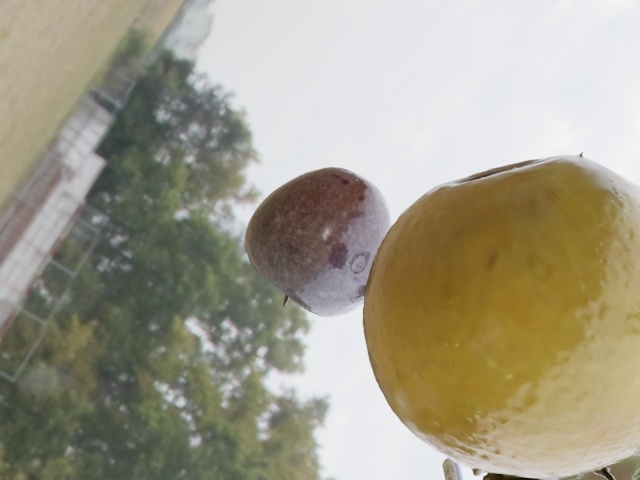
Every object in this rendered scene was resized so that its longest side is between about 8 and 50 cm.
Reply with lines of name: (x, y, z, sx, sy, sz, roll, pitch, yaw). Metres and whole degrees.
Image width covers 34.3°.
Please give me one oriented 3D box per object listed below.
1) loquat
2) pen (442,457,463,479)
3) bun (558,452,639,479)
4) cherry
loquat: (0.165, 0.069, 0.811, 0.275, 0.275, 0.275, -51, -165, 19)
pen: (0.172, 0.324, 1.274, 0.025, 0.025, 0.204, -53, -171, 13)
bun: (0.375, 0.386, 1.305, 0.293, 0.187, 0.293, -23, -127, 34)
cherry: (0.004, 0.001, 1.186, 0.176, 0.176, 0.140, -55, 155, 5)
